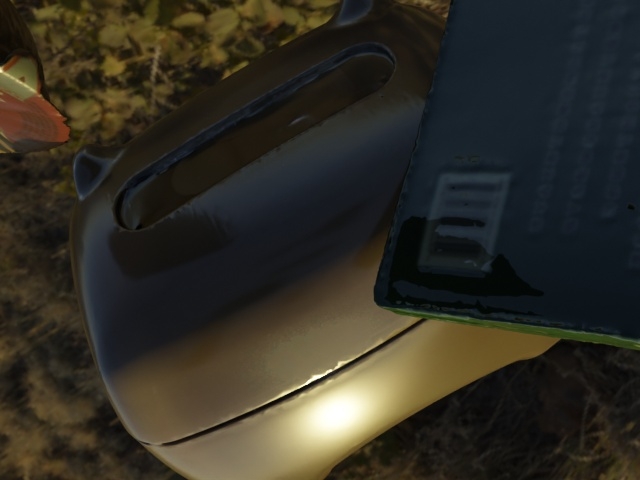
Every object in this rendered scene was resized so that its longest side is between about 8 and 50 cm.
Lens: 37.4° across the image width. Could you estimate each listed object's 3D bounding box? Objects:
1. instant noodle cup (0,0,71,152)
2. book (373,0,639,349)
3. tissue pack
[{"bbox_3d":[-0.270,-0.133,0.546,0.274,0.274,0.090,-1,74,44],"label":"instant noodle cup"},{"bbox_3d":[0.203,-0.069,0.463,0.371,0.043,0.260,5,76,44],"label":"book"},{"bbox_3d":[0.000,0.000,0.734,0.277,0.387,0.267,55,-174,-41],"label":"tissue pack"}]
